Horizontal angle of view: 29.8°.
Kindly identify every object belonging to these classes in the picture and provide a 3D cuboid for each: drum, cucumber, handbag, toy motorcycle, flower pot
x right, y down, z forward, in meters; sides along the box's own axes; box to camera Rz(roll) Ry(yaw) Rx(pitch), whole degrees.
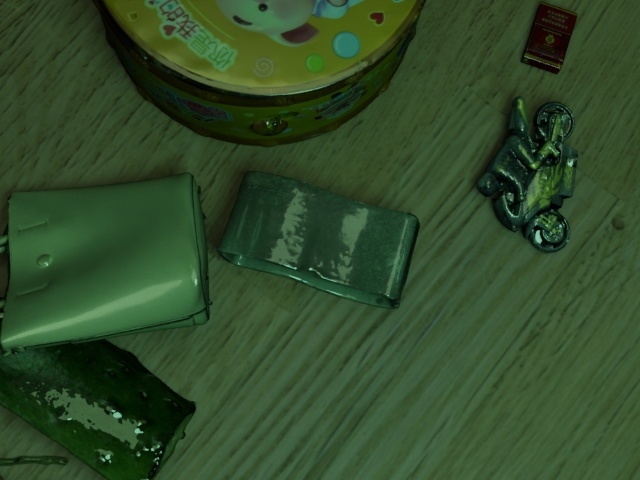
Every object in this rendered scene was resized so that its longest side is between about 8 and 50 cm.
[{"bbox_3d":[-0.071,-0.337,1.451,0.431,0.214,0.431,1,77,-3],"label":"drum"},{"bbox_3d":[-0.304,0.161,1.395,0.325,0.105,0.145,33,79,6],"label":"cucumber"},{"bbox_3d":[-0.287,0.022,1.392,0.315,0.109,0.241,-5,48,-5],"label":"handbag"},{"bbox_3d":[0.255,-0.083,1.494,0.124,0.061,0.193,4,86,-10],"label":"toy motorcycle"},{"bbox_3d":[0.000,0.000,1.441,0.229,0.103,0.108,17,78,1],"label":"flower pot"}]

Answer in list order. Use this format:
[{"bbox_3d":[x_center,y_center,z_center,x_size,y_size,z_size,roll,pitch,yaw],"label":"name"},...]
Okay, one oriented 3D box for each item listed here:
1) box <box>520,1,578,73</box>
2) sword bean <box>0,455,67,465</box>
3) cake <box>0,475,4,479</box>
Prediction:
[{"bbox_3d":[0.296,-0.261,1.551,0.051,0.023,0.082,18,78,1],"label":"box"},{"bbox_3d":[-0.339,0.260,1.416,0.083,0.012,0.012,-1,79,-3],"label":"sword bean"},{"bbox_3d":[-0.364,0.367,1.355,0.109,0.090,0.225,-33,83,-13],"label":"cake"}]
